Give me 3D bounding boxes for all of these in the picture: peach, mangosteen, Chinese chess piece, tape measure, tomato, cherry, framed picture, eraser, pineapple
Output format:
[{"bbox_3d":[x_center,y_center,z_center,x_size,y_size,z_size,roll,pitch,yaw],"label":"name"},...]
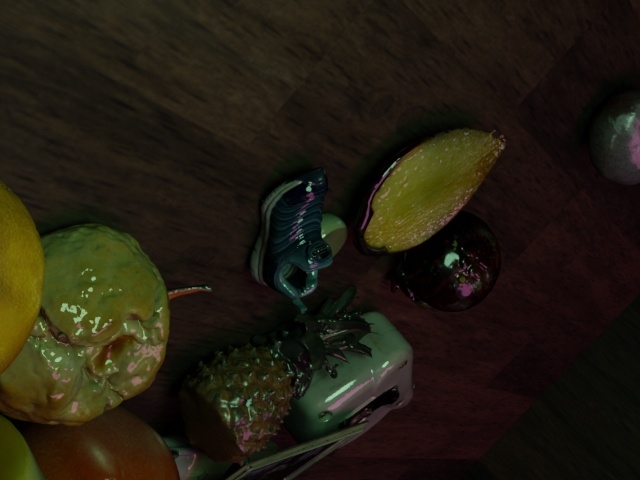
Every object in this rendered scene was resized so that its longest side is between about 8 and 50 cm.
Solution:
[{"bbox_3d":[0.145,-0.089,1.499,0.279,0.068,0.189,-31,143,-20],"label":"peach"},{"bbox_3d":[0.203,0.034,1.672,0.172,0.172,0.184,-39,179,-9],"label":"mangosteen"},{"bbox_3d":[0.000,0.000,1.465,0.084,0.034,0.084,-35,154,-20],"label":"Chinese chess piece"},{"bbox_3d":[0.056,0.253,1.800,0.265,0.130,0.258,-36,156,-14],"label":"tape measure"},{"bbox_3d":[-0.301,0.319,1.295,0.255,0.224,0.256,-35,165,-10],"label":"tomato"},{"bbox_3d":[0.538,-0.183,1.826,0.176,0.140,0.176,-15,121,-25],"label":"cherry"},{"bbox_3d":[-0.080,0.371,1.653,0.296,0.019,0.232,-8,153,-50],"label":"framed picture"},{"bbox_3d":[-0.204,0.376,1.669,0.171,0.087,0.290,-51,153,11],"label":"eraser"},{"bbox_3d":[-0.046,0.178,1.559,0.364,0.165,0.166,-34,153,-36],"label":"pineapple"}]

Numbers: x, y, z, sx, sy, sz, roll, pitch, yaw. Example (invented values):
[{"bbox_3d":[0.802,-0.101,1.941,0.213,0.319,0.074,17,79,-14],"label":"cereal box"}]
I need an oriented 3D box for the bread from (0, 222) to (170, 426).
[{"bbox_3d":[-0.263,0.102,1.122,0.244,0.134,0.244,-32,144,-27],"label":"bread"}]

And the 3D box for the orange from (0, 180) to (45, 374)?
[{"bbox_3d":[-0.343,0.030,0.838,0.240,0.240,0.240,-33,151,-20],"label":"orange"}]

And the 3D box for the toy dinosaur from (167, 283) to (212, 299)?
[{"bbox_3d":[-0.258,0.125,1.275,0.279,0.055,0.101,-38,143,-7],"label":"toy dinosaur"}]

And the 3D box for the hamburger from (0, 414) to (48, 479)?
[{"bbox_3d":[-0.407,0.302,1.067,0.275,0.294,0.179,-17,129,-22],"label":"hamburger"}]

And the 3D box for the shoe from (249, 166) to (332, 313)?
[{"bbox_3d":[-0.024,-0.003,1.351,0.091,0.106,0.207,-23,141,-37],"label":"shoe"}]
